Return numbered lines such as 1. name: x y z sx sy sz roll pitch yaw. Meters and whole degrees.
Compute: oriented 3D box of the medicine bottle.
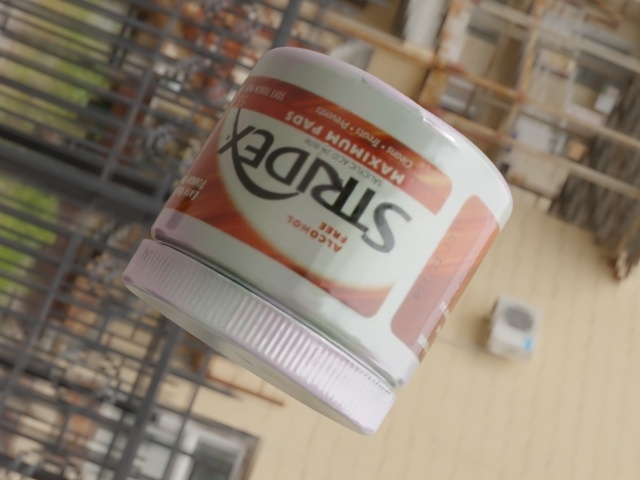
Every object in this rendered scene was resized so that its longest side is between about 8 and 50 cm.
1. medicine bottle: 0.000 0.000 1.345 0.241 0.252 0.252 -59 -177 -8
